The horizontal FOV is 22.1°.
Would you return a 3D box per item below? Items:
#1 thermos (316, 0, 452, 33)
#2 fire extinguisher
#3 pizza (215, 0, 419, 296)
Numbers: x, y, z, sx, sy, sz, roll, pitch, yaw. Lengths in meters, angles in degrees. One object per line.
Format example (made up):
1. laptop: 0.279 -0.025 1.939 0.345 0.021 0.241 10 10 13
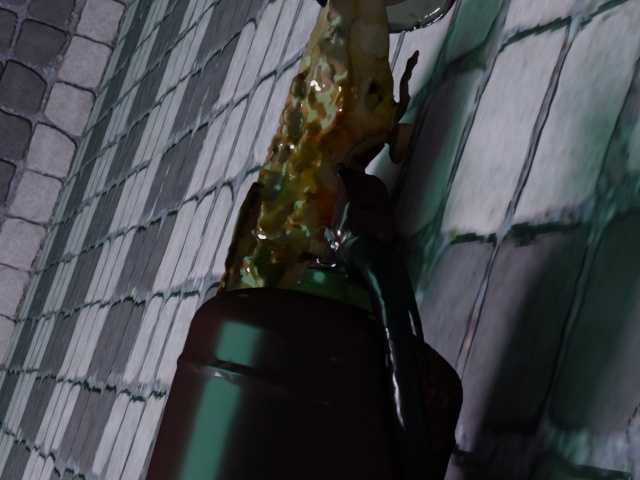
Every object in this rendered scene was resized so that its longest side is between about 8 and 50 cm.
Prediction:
1. thermos: 0.045 -0.201 0.840 0.083 0.073 0.188 125 160 -53
2. fire extinguisher: -0.023 0.134 0.540 0.141 0.105 0.341 170 116 -74
3. pizza: 0.000 0.000 0.756 0.147 0.069 0.226 82 -154 -71
